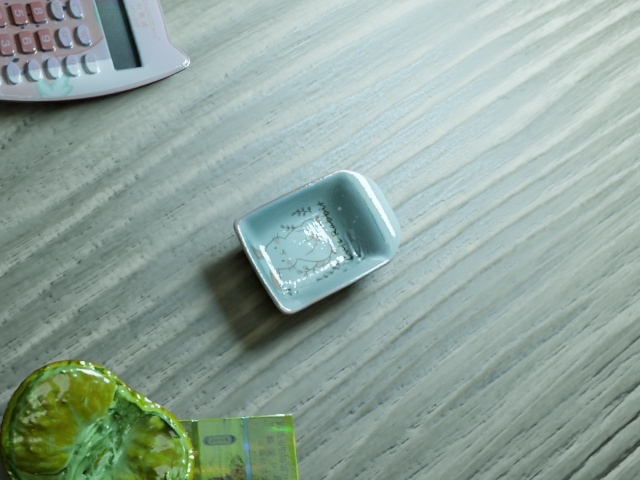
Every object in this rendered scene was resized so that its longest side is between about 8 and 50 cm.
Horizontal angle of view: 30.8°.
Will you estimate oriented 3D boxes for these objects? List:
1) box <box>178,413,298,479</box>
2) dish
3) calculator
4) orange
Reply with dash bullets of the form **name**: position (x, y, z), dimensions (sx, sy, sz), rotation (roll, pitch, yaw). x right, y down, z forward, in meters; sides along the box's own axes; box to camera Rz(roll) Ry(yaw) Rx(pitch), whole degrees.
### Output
- **box**: position (-0.126, 0.291, 1.505), dimensions (0.193, 0.030, 0.121), rotation (0, 73, -20)
- **dish**: position (0.000, 0.000, 1.622), dimensions (0.234, 0.064, 0.154), rotation (-26, 83, -23)
- **calculator**: position (-0.357, -0.290, 1.597), dimensions (0.330, 0.048, 0.220), rotation (-11, 77, -27)
- **orange**: position (-0.272, 0.256, 1.395), dimensions (0.237, 0.158, 0.179), rotation (35, 69, -3)
